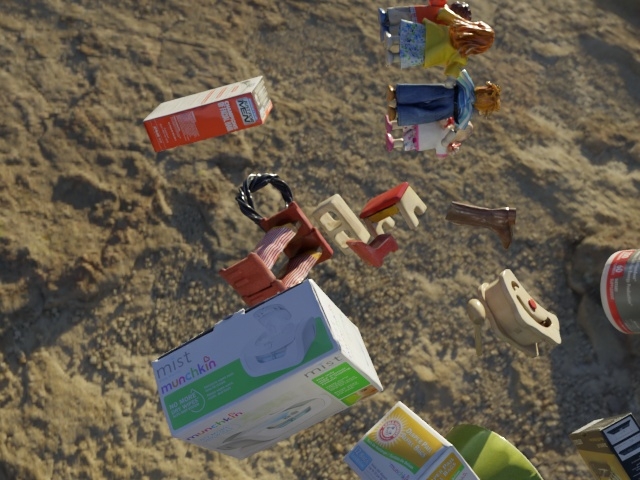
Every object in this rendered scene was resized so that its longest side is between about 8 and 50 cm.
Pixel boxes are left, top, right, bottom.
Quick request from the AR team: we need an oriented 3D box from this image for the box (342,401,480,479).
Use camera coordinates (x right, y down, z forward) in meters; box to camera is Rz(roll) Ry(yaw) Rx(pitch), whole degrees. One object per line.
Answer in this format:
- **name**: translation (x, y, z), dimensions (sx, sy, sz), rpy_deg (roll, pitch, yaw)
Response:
- **box**: translation (0.138, 0.316, 0.893), dimensions (0.103, 0.203, 0.114), rpy_deg (-43, 32, -10)

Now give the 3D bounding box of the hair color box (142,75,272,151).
- **hair color box**: translation (-0.162, -0.185, 1.044), dimensions (0.167, 0.053, 0.093), rpy_deg (-13, 24, 13)

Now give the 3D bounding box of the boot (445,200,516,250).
- **boot**: translation (0.270, -0.025, 1.214), dimensions (0.114, 0.106, 0.037), rpy_deg (4, 50, 12)

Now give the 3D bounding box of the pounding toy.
- **pounding toy**: translation (0.420, 0.178, 1.663), dimensions (0.269, 0.155, 0.154), rpy_deg (31, 36, -31)

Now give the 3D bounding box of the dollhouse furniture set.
- **dollhouse furniture set**: translation (0.000, 0.000, 1.428), dimensions (0.152, 0.374, 0.201), rpy_deg (50, 40, -15)

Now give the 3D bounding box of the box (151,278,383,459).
- **box**: translation (-0.071, 0.198, 1.061), dimensions (0.262, 0.231, 0.126), rpy_deg (-27, 60, 6)

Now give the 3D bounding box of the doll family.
- **doll family**: translation (0.178, -0.233, 1.042), dimensions (0.163, 0.263, 0.118), rpy_deg (-6, 20, -2)

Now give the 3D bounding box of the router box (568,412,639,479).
- **router box**: translation (0.668, 0.508, 1.549), dimensions (0.081, 0.309, 0.243), rpy_deg (-28, 71, -2)

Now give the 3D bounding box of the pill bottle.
- **pill bottle**: translation (0.665, 0.087, 1.266), dimensions (0.161, 0.283, 0.161), rpy_deg (5, 81, -37)

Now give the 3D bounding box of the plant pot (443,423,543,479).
- **plant pot**: translation (0.260, 0.562, 1.416), dimensions (0.293, 0.274, 0.275), rpy_deg (-30, 67, -31)

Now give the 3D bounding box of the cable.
- **cable**: translation (-0.135, -0.098, 1.768), dimensions (0.151, 0.047, 0.184), rpy_deg (29, 45, -13)
